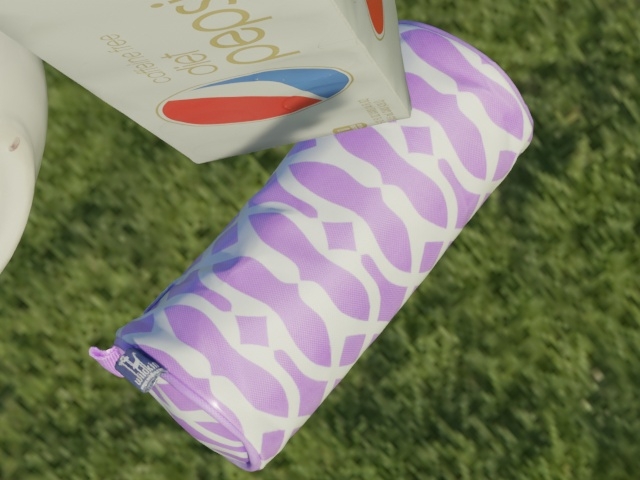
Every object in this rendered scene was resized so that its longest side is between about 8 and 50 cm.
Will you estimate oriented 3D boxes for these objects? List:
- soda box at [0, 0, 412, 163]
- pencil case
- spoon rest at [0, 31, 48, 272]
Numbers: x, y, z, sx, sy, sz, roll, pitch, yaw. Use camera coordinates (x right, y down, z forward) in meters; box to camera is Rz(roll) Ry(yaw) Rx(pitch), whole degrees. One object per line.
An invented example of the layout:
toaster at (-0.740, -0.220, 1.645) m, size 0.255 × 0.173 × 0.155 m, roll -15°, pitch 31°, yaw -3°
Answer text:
soda box at (-0.030, -0.075, 0.445) m, size 0.073 × 0.216 × 0.069 m, roll -11°, pitch 81°, yaw 9°
pencil case at (0.000, 0.000, 0.731) m, size 0.088 × 0.086 × 0.206 m, roll 30°, pitch 70°, yaw 36°
spoon rest at (-0.163, 0.036, 0.571) m, size 0.084 × 0.137 × 0.276 m, roll 28°, pitch 112°, yaw 25°
